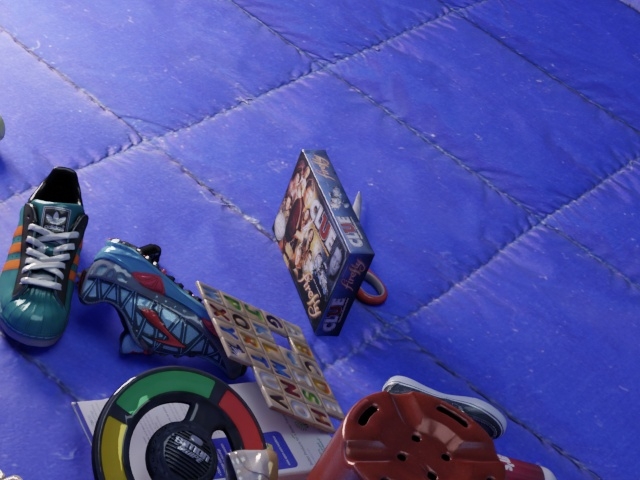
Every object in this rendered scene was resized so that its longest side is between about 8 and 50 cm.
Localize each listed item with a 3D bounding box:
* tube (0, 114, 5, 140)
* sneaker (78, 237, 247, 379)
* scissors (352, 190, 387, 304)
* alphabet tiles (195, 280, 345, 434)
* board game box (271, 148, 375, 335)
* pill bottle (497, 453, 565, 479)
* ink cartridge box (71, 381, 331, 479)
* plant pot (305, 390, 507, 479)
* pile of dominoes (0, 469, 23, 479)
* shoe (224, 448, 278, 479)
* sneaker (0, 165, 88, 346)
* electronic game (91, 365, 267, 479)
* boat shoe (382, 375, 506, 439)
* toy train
[{"bbox_3d":[-0.580,-0.140,2.222,0.070,0.062,0.240,-6,16,46],"label":"tube"},{"bbox_3d":[-0.221,0.119,2.064,0.262,0.104,0.125,39,78,-1],"label":"sneaker"},{"bbox_3d":[0.040,0.003,2.398,0.109,0.021,0.297,9,39,-16],"label":"scissors"},{"bbox_3d":[-0.061,0.161,2.021,0.198,0.009,0.237,28,22,-38],"label":"alphabet tiles"},{"bbox_3d":[0.000,0.000,2.257,0.042,0.165,0.243,3,39,-25],"label":"board game box"},{"bbox_3d":[0.238,0.345,1.975,0.221,0.121,0.121,16,36,-9],"label":"pill bottle"},{"bbox_3d":[-0.146,0.265,1.920,0.333,0.065,0.165,-2,42,-32],"label":"ink cartridge box"},{"bbox_3d":[0.079,0.337,1.774,0.272,0.265,0.272,15,37,-11],"label":"plant pot"},{"bbox_3d":[-0.406,0.300,1.684,0.251,0.040,0.196,16,30,25],"label":"pile of dominoes"},{"bbox_3d":[-0.084,0.349,1.757,0.058,0.076,0.219,12,62,-28],"label":"shoe"},{"bbox_3d":[-0.381,0.013,2.069,0.108,0.121,0.302,12,37,-14],"label":"sneaker"},{"bbox_3d":[-0.165,0.261,1.800,0.229,0.048,0.229,12,63,-26],"label":"electronic game"},{"bbox_3d":[0.167,0.257,2.107,0.183,0.065,0.083,18,36,5],"label":"boat shoe"},{"bbox_3d":[-0.288,0.036,2.162,0.027,0.036,0.158,40,39,23],"label":"toy train"}]
